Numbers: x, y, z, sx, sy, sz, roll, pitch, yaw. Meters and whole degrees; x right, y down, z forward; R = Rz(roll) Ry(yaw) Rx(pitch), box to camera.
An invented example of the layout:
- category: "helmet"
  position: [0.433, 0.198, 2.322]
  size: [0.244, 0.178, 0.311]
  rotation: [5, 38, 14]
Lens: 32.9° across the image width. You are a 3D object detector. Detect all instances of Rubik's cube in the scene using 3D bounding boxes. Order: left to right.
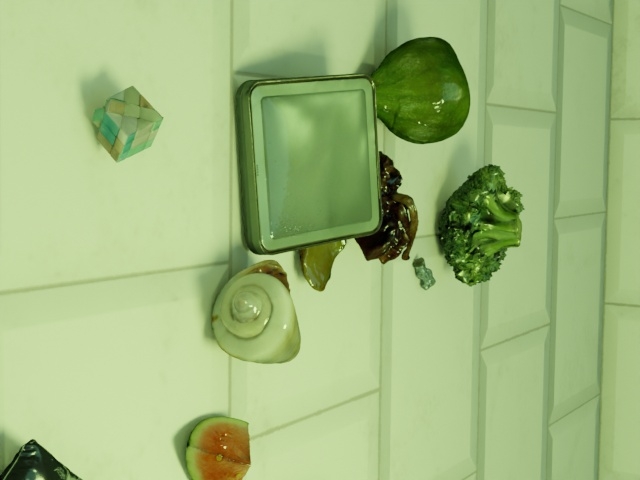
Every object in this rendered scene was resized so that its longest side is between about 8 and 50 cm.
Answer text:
- category: "Rubik's cube"
  position: [-0.247, -0.152, 1.375]
  size: [0.073, 0.075, 0.084]
  rotation: [46, 35, 9]

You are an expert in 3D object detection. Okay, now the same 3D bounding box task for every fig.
- category: "fig"
  position: [0.146, -0.265, 1.980]
  size: [0.235, 0.203, 0.203]
  rotation: [-12, 107, -18]

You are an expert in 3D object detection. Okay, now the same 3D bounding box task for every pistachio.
- category: "pistachio"
  position: [0.000, 0.000, 1.826]
  size: [0.090, 0.049, 0.172]
  rotation: [13, 83, -36]

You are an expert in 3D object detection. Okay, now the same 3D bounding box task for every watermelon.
- category: "watermelon"
  position: [-0.143, 0.317, 1.573]
  size: [0.135, 0.094, 0.125]
  rotation: [32, 73, -51]

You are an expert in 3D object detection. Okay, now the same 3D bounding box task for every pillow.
- category: "pillow"
  position: [-0.325, 0.336, 1.302]
  size: [0.141, 0.055, 0.208]
  rotation: [-61, 141, -26]

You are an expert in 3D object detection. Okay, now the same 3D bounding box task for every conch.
- category: "conch"
  position: [-0.097, 0.127, 1.637]
  size: [0.255, 0.127, 0.158]
  rotation: [81, -5, -62]

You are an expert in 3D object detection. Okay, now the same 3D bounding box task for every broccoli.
- category: "broccoli"
  position: [0.338, -0.029, 2.276]
  size: [0.198, 0.176, 0.226]
  rotation: [26, 48, -45]

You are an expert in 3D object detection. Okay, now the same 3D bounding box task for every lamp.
- category: "lamp"
  position: [-0.012, -0.124, 1.718]
  size: [0.266, 0.047, 0.269]
  rotation: [-10, 102, -38]

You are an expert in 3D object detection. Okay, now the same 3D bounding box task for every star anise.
- category: "star anise"
  position: [0.108, -0.063, 1.929]
  size: [0.220, 0.126, 0.190]
  rotation: [3, 67, -62]

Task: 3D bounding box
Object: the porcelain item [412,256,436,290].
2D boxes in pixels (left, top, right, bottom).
- category: "porcelain item"
  position: [0.212, 0.071, 2.212]
  size: [0.036, 0.028, 0.083]
  rotation: [-48, 136, -23]
